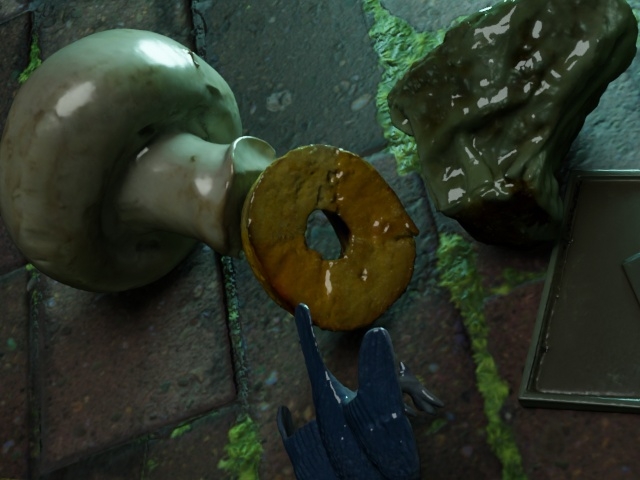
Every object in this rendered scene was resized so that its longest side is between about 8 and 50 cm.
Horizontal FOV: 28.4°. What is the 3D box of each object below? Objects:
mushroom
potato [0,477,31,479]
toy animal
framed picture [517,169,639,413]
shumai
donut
[{"bbox_3d":[-0.190,-0.070,1.359,0.290,0.297,0.297,28,72,35],"label":"mushroom"},{"bbox_3d":[-0.239,0.310,1.179,0.204,0.178,0.158,2,71,9],"label":"potato"},{"bbox_3d":[0.033,0.179,1.131,0.255,0.239,0.176,49,50,4],"label":"toy animal"},{"bbox_3d":[0.302,0.042,1.183,0.192,0.018,0.265,1,56,29],"label":"framed picture"},{"bbox_3d":[0.218,-0.121,1.250,0.261,0.225,0.222,-34,72,14],"label":"shumai"},{"bbox_3d":[0.001,-0.001,1.281,0.174,0.190,0.075,-51,12,-17],"label":"donut"}]
